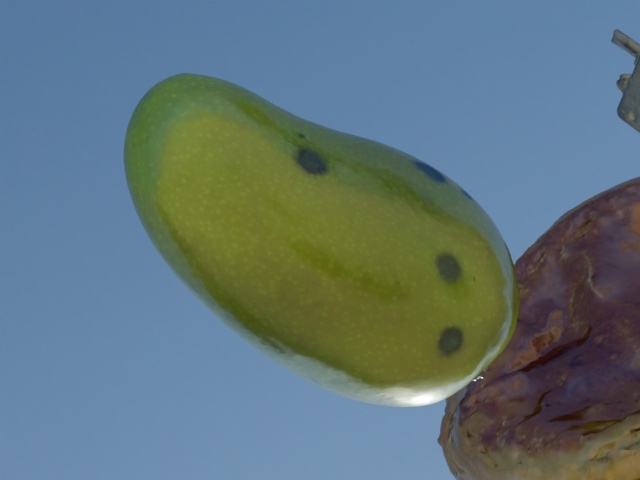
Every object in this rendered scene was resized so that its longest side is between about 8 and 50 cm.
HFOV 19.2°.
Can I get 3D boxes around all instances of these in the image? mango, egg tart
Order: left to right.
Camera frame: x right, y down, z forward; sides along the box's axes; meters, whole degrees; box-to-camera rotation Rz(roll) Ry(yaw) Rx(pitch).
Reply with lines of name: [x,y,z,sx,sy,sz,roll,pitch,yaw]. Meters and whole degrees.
mango: [0.000,0.000,1.228,0.293,0.143,0.175,33,-129,-16]
egg tart: [0.312,0.112,1.706,0.443,0.443,0.178,-43,-64,-7]

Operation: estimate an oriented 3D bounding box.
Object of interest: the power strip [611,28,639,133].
power strip: [0.154,-0.038,0.672,0.019,0.136,0.051,-16,-44,-40]
